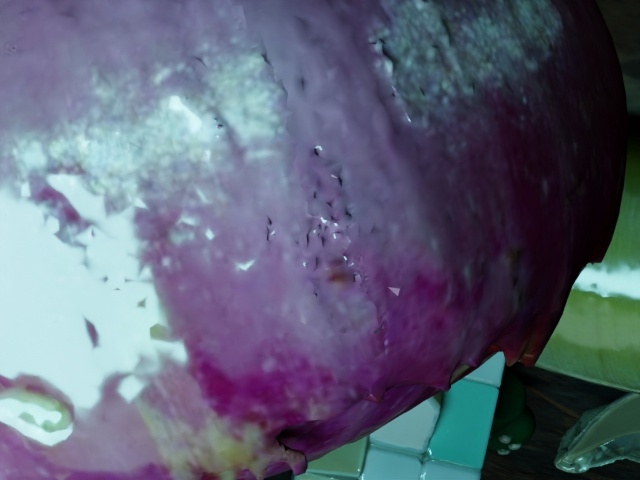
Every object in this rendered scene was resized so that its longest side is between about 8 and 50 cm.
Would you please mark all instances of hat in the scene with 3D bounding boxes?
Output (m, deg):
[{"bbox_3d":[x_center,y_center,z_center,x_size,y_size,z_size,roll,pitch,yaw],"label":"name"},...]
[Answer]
[{"bbox_3d":[0.395,0.206,1.725,0.214,0.149,0.245,20,130,-4],"label":"hat"}]

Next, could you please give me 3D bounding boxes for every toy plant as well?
[{"bbox_3d":[0.139,0.195,1.797,0.232,0.113,0.243,10,161,4],"label":"toy plant"}]

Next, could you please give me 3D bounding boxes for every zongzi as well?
[{"bbox_3d":[0.173,0.035,0.974,0.289,0.154,0.317,12,159,19],"label":"zongzi"}]

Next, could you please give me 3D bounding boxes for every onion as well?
[{"bbox_3d":[-0.051,-0.054,0.619,0.358,0.345,0.358,6,-177,0],"label":"onion"}]

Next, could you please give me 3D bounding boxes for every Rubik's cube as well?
[{"bbox_3d":[0.061,0.175,1.563,0.213,0.224,0.265,14,172,-3],"label":"Rubik's cube"}]
